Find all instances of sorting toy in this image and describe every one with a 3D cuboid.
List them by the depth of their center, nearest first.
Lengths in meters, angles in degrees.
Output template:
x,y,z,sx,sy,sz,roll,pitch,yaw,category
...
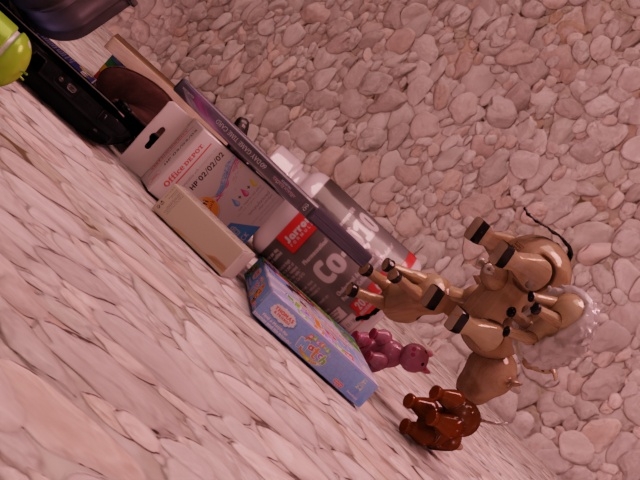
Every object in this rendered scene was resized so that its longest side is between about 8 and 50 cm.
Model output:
x,y,z,sx,sy,sz,roll,pitch,yaw,category
-0.289,-0.239,2.116,0.257,0.089,0.255,42,3,-13,sorting toy

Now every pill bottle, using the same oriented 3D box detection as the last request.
x,y,z,sx,sy,sz,roll,pitch,yaw,category
0.000,0.000,1.833,0.283,0.161,0.161,42,3,-3,pill bottle

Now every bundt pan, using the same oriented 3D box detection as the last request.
x,y,z,sx,sy,sz,roll,pitch,yaw,category
-0.387,-0.378,1.518,0.331,0.124,0.331,43,-7,7,bundt pan

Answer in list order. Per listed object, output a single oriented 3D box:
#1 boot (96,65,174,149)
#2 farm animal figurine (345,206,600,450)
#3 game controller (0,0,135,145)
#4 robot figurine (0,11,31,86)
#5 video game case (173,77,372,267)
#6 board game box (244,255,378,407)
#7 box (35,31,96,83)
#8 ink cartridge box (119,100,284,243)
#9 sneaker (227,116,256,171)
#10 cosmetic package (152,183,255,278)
x,y,z,sx,sy,sz,roll,pitch,yaw,category
-0.252,-0.176,1.691,0.248,0.090,0.207,47,2,13,boot
0.196,0.106,1.520,0.172,0.327,0.330,27,29,-31,farm animal figurine
-0.350,-0.233,1.470,0.319,0.067,0.166,43,3,-7,game controller
-0.333,-0.198,1.185,0.115,0.067,0.101,42,-9,-15,robot figurine
-0.059,-0.085,1.548,0.274,0.026,0.196,45,2,29,video game case
-0.015,0.100,1.398,0.160,0.039,0.211,43,4,-11,board game box
-0.409,-0.283,1.670,0.225,0.036,0.136,41,4,-11,box
-0.148,-0.075,1.509,0.181,0.104,0.061,41,3,-26,ink cartridge box
-0.131,-0.125,2.121,0.089,0.170,0.051,17,12,-17,sneaker
-0.133,-0.010,1.387,0.115,0.041,0.060,44,3,13,cosmetic package
